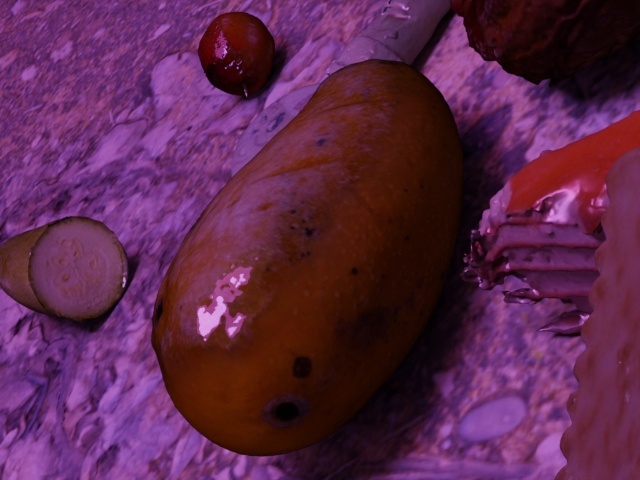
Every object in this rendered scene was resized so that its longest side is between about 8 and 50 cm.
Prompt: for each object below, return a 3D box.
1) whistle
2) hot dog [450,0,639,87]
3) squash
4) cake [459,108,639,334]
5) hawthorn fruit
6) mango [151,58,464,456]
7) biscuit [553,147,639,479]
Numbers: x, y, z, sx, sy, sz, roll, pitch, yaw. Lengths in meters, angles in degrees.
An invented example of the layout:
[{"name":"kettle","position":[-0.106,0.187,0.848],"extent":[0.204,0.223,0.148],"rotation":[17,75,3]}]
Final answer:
[{"name":"whistle","position":[0.019,-0.102,1.380],"extent":[0.126,0.067,0.258],"rotation":[16,64,45]},{"name":"hot dog","position":[0.231,-0.261,1.146],"extent":[0.387,0.174,0.267],"rotation":[-32,35,28]},{"name":"squash","position":[-0.251,0.022,1.615],"extent":[0.094,0.094,0.224],"rotation":[-57,21,-13]},{"name":"cake","position":[0.198,-0.013,0.979],"extent":[0.287,0.098,0.135],"rotation":[-29,36,33]},{"name":"hawthorn fruit","position":[-0.076,-0.166,1.583],"extent":[0.077,0.077,0.077],"rotation":[-35,32,26]},{"name":"mango","position":[0.006,0.004,1.185],"extent":[0.176,0.175,0.329],"rotation":[23,51,21]},{"name":"biscuit","position":[0.184,0.100,0.820],"extent":[0.217,0.044,0.325],"rotation":[-10,66,63]}]
